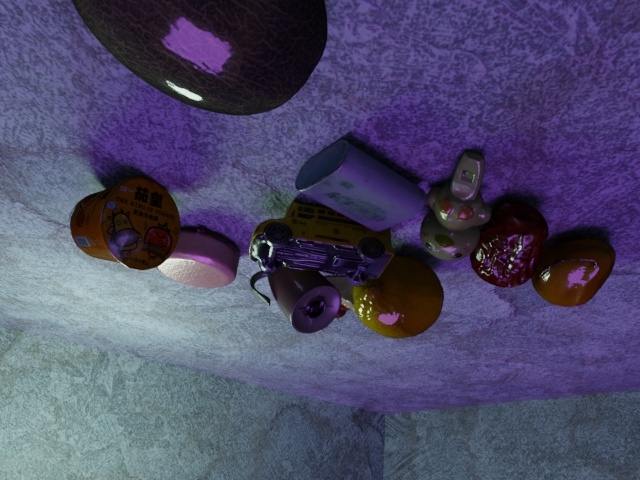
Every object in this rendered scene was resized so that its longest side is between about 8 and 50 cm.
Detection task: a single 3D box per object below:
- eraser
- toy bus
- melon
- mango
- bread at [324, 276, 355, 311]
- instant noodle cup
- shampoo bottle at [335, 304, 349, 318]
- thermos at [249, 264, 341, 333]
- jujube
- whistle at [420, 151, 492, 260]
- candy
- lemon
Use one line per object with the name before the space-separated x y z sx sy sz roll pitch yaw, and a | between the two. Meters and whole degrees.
eraser | 0.085 -0.107 1.030 0.227 0.081 0.174 24 148 -32
toy bus | 0.000 0.000 1.177 0.330 0.152 0.144 9 147 -10
melon | -0.139 -0.285 0.575 0.302 0.237 0.237 25 147 -28
mango | 0.623 0.076 1.204 0.166 0.136 0.236 13 146 -6
bread | 0.045 0.171 1.536 0.152 0.105 0.077 -6 143 21
instant noodle cup | -0.474 -0.037 1.164 0.172 0.215 0.216 -1 153 33
shampoo bottle | 0.034 0.234 1.683 0.244 0.085 0.085 -14 146 32
thermos | -0.084 0.120 1.307 0.176 0.265 0.146 -27 129 -19
jujube | 0.433 0.009 1.113 0.155 0.155 0.230 5 142 3
whistle | 0.284 -0.051 1.036 0.141 0.141 0.294 2 151 8
candy | -0.358 0.053 1.411 0.255 0.094 0.255 6 152 3
lemon | 0.213 0.153 1.335 0.263 0.236 0.236 26 147 -19
